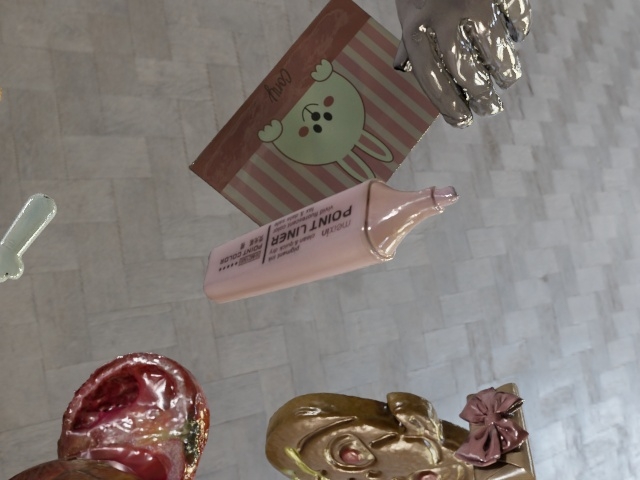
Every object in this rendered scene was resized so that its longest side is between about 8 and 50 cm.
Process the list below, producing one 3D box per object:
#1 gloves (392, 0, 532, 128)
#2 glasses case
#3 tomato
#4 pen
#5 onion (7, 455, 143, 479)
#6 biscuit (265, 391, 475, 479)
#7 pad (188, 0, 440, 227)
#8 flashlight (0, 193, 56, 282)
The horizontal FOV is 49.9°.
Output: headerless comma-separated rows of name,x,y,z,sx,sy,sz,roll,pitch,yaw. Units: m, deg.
gloves,0.121,-0.242,0.604,0.119,0.142,0.286,-21,111,-39
glasses case,0.232,0.255,0.934,0.193,0.102,0.070,-74,163,-63
tomato,-0.208,0.234,0.803,0.099,0.173,0.189,53,38,-62
pen,0.000,0.000,0.431,0.032,0.197,0.053,36,48,-38
onion,-0.223,0.300,0.596,0.229,0.163,0.230,3,64,-5
biscuit,0.101,0.368,1.162,0.394,0.350,0.070,13,48,-3
pad,0.010,-0.139,0.846,0.202,0.005,0.300,39,79,-3
flashlight,-0.613,-0.008,1.405,0.093,0.047,0.200,31,74,-3
